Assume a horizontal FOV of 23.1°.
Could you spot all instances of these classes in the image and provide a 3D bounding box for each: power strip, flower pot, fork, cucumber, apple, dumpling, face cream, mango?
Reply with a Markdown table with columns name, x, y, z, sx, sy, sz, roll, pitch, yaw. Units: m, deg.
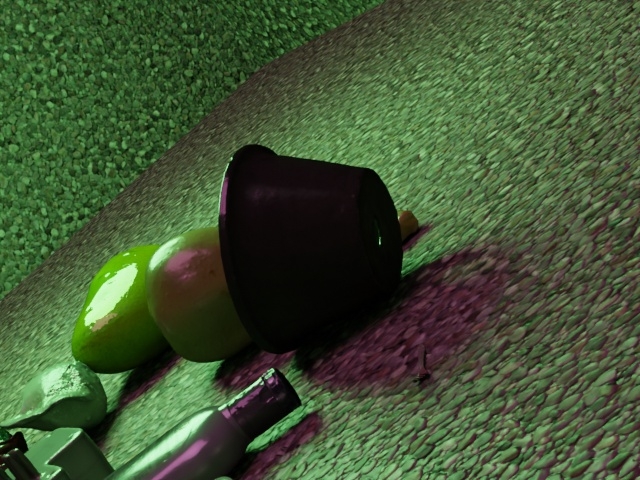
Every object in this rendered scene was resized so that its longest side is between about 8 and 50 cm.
| name | x | y | z | sx | sy | sz | roll | pitch | yaw |
| --- | --- | --- | --- | --- | --- | --- | --- | --- | --- |
| power strip | -0.377 | 0.321 | 1.963 | 0.229 | 0.141 | 0.261 | -40 | 11 | -22 |
| flower pot | 0.000 | 0.000 | 1.919 | 0.166 | 0.269 | 0.269 | -10 | 24 | 24 |
| fork | 0.105 | 0.128 | 1.636 | 0.016 | 0.012 | 0.115 | -31 | 9 | 11 |
| cucumber | -0.526 | 0.324 | 2.561 | 0.044 | 0.043 | 0.257 | -36 | 11 | -15 |
| apple | -0.147 | 0.072 | 2.124 | 0.200 | 0.200 | 0.200 | -35 | 13 | 10 |
| dumpling | -0.387 | 0.227 | 2.291 | 0.153 | 0.108 | 0.219 | 5 | -11 | -9 |
| face cream | -0.152 | 0.248 | 1.763 | 0.291 | 0.071 | 0.144 | -38 | 14 | 3 |
| mango | -0.282 | 0.107 | 2.431 | 0.185 | 0.149 | 0.273 | -25 | 21 | 14 |

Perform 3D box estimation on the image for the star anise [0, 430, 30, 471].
| name | x | y | z | sx | sy | sz | roll | pitch | yaw |
| --- | --- | --- | --- | --- | --- | --- | --- | --- | --- |
| star anise | -0.473 | 0.368 | 2.173 | 0.220 | 0.099 | 0.214 | -32 | 27 | -2 |

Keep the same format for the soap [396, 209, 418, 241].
| name | x | y | z | sx | sy | sz | roll | pitch | yaw |
| --- | --- | --- | --- | --- | --- | --- | --- | --- | --- |
| soap | 0.048 | -0.001 | 2.169 | 0.092 | 0.037 | 0.252 | -43 | 14 | -17 |

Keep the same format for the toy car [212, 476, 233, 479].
| name | x | y | z | sx | sy | sz | roll | pitch | yaw |
| --- | --- | --- | --- | --- | --- | --- | --- | --- | --- |
| toy car | -0.098 | 0.283 | 1.541 | 0.095 | 0.056 | 0.205 | -39 | 12 | -11 |
